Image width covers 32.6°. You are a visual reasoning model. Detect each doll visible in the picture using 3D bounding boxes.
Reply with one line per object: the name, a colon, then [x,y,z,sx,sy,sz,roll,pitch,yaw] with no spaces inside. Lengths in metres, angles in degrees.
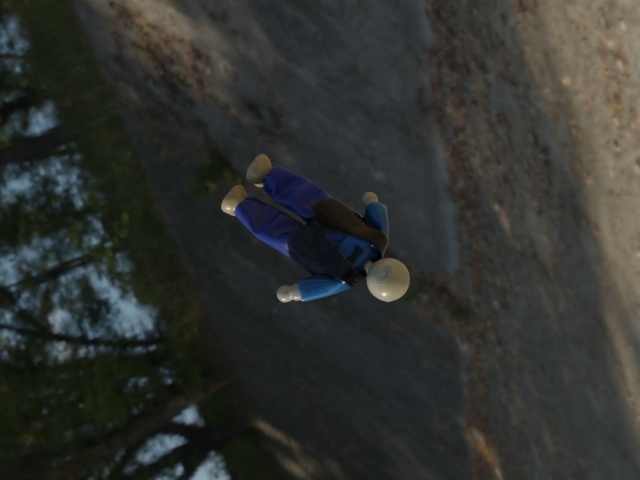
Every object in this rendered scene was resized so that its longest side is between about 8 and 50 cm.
doll: [0.000,0.000,0.975,0.189,0.129,0.046,32,166,25]
